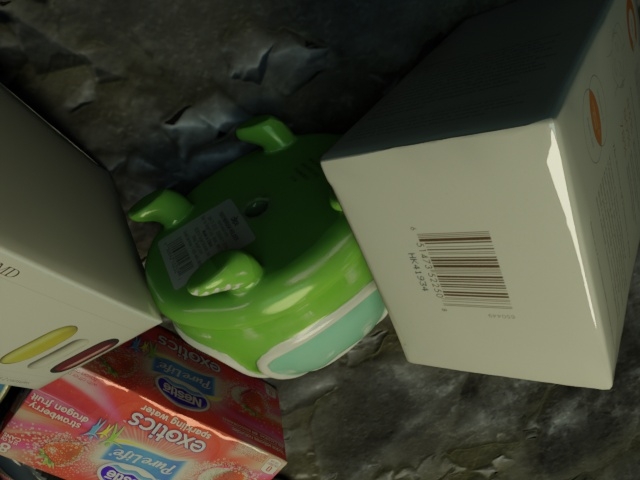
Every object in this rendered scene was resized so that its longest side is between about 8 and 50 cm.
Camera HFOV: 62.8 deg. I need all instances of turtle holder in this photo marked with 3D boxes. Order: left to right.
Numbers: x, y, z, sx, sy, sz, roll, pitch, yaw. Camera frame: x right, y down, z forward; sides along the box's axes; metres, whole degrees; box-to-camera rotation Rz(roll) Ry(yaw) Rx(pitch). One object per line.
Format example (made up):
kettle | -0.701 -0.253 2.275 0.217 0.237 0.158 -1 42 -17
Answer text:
turtle holder | -0.018 0.001 0.571 0.320 0.244 0.227 -54 137 -28

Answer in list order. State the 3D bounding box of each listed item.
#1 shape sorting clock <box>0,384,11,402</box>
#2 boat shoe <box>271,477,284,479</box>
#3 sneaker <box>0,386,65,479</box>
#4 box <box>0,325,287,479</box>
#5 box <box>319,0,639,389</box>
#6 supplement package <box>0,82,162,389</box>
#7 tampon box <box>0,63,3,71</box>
shape sorting clock | -0.432 0.116 0.579 0.206 0.040 0.206 0 86 7
boat shoe | -0.175 0.499 0.791 0.356 0.132 0.130 -24 115 2
sneaker | -0.393 0.303 0.675 0.131 0.112 0.318 -21 114 -4
box | -0.208 0.219 0.655 0.300 0.142 0.154 35 104 -22
box | 0.185 -0.075 0.480 0.168 0.345 0.214 -2 124 40
supplement package | -0.283 -0.012 0.436 0.145 0.204 0.262 -29 155 1
tampon box | -0.389 -0.194 0.452 0.102 0.120 0.161 -27 115 0
